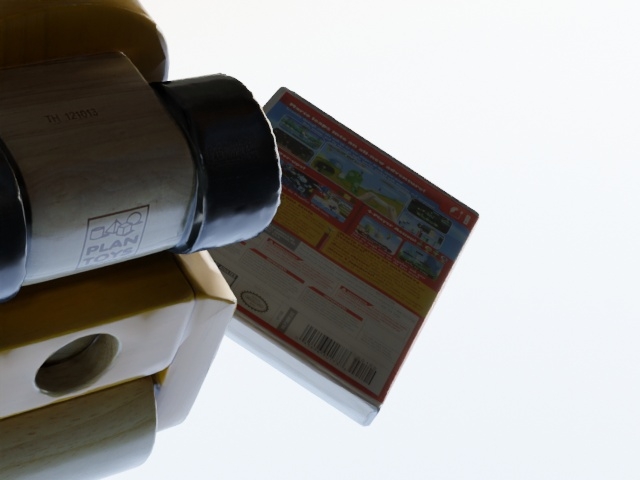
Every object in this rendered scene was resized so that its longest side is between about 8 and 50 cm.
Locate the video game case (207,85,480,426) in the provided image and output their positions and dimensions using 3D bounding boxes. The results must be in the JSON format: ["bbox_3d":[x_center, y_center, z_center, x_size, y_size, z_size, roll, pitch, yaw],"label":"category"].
[{"bbox_3d":[0.000,0.000,1.140,0.025,0.204,0.285,-57,179,37],"label":"video game case"}]

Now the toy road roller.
[{"bbox_3d":[-0.183,-0.017,0.852,0.202,0.241,0.330,-14,144,-33],"label":"toy road roller"}]
